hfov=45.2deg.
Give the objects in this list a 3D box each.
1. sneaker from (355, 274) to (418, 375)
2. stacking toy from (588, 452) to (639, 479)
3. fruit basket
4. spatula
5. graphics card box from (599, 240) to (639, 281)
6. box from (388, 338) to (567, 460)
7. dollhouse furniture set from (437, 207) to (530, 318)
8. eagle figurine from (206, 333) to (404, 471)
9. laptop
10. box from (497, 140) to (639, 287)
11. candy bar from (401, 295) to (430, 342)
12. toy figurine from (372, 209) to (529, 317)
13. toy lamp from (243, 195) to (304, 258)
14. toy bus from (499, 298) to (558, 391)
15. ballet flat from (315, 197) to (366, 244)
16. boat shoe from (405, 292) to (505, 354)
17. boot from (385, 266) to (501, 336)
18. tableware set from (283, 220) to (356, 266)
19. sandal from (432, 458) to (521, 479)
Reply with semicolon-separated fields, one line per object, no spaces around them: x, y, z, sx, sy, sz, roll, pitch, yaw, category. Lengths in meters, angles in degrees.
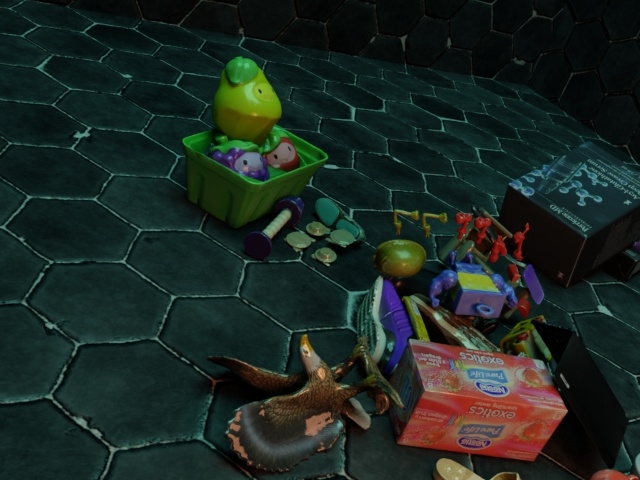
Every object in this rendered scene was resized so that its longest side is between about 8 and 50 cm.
0.162;0.197;1.677;0.146;0.102;0.293;23;31;-10;sneaker
0.630;0.513;1.394;0.309;0.130;0.279;-5;37;-38;stacking toy
-0.166;-0.262;1.963;0.283;0.392;0.392;31;30;19;fruit basket
0.466;0.031;1.911;0.296;0.030;0.084;51;34;1;spatula
0.992;0.003;2.555;0.233;0.094;0.371;37;34;28;graphics card box
0.294;0.312;1.488;0.300;0.154;0.142;12;32;-15;box
0.429;0.040;1.972;0.212;0.161;0.242;38;12;-17;dollhouse furniture set
-0.035;0.267;1.369;0.298;0.225;0.226;-19;-5;-9;eagle figurine
0.520;0.310;1.600;0.234;0.136;0.264;57;-11;-9;laptop
0.782;-0.089;2.332;0.395;0.212;0.293;-27;52;-29;box
0.206;0.175;1.636;0.040;0.018;0.161;35;22;-29;candy bar
0.318;0.077;1.691;0.362;0.191;0.217;8;36;-16;toy figurine
-0.106;-0.042;1.921;0.080;0.080;0.275;24;29;5;toy lamp
0.462;0.252;1.758;0.202;0.104;0.191;34;47;-34;toy bus
0.055;-0.046;2.067;0.070;0.070;0.188;-5;40;-39;ballet flat
0.306;0.205;1.734;0.095;0.095;0.257;-34;67;-26;boat shoe
0.290;0.151;1.829;0.246;0.094;0.207;6;28;-38;boot
0.000;0.000;1.960;0.141;0.020;0.168;27;39;22;tableware set
0.322;0.443;1.363;0.240;0.079;0.088;26;29;9;sandal
